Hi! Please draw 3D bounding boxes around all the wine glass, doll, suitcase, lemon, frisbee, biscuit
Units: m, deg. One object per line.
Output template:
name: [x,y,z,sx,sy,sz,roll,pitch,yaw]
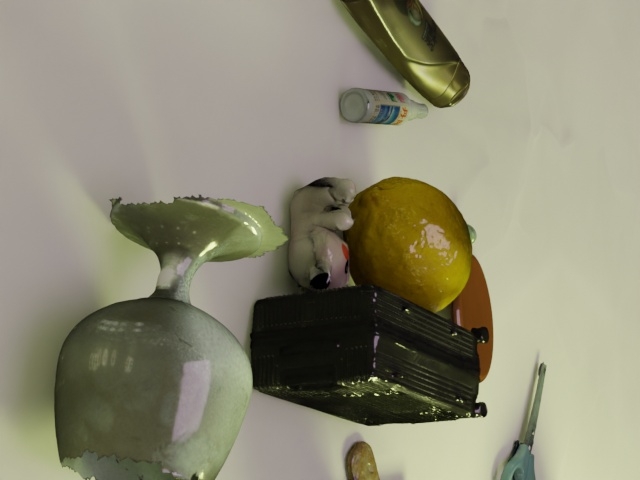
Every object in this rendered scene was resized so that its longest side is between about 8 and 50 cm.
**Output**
wine glass: [-0.179,0.123,1.250,0.238,0.238,0.323,34,58,-48]
doll: [0.000,0.000,1.600,0.095,0.149,0.192,7,71,-12]
suitcase: [0.075,0.173,1.596,0.335,0.229,0.152,28,59,-49]
lemon: [0.137,0.012,1.709,0.260,0.204,0.204,59,45,-34]
frisbee: [0.286,0.142,2.013,0.251,0.021,0.251,-6,90,-68]
biscuit: [0.074,0.399,1.763,0.071,0.018,0.147,-31,112,-52]

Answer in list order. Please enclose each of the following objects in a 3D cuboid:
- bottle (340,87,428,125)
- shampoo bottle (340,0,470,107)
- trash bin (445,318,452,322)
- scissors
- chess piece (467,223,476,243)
bottle: [0.116,-0.223,1.808,0.217,0.060,0.060,-7,95,-53]
shampoo bottle: [0.153,-0.348,1.844,0.350,0.084,0.126,41,55,-46]
trash bin: [0.209,0.219,1.920,0.116,0.059,0.130,-26,109,-53]
scissors: [0.432,0.419,2.248,0.191,0.029,0.360,46,51,-48]
chess piece: [0.251,0.003,2.004,0.093,0.042,0.042,-29,112,-45]
